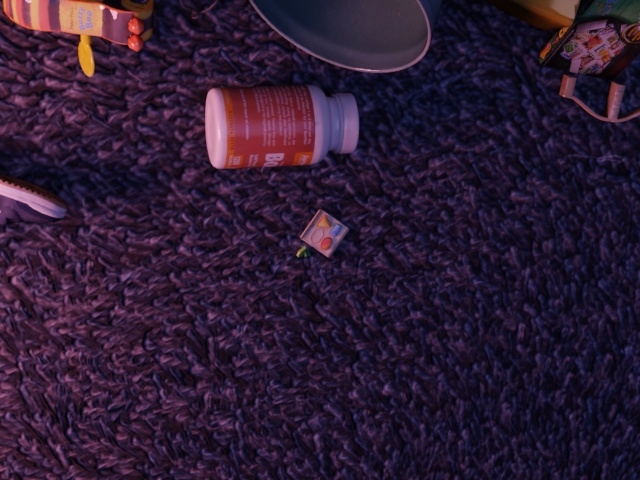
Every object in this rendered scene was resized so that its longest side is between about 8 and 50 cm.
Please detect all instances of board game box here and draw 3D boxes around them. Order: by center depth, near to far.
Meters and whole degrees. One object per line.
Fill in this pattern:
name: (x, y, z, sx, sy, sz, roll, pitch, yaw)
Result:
board game box: (0.453, -0.334, 1.951, 0.136, 0.259, 0.030, 12, 61, -15)

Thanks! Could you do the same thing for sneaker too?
sneaker: (-0.516, -0.031, 1.836, 0.282, 0.099, 0.153, 16, 92, -10)

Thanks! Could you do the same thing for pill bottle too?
pill bottle: (-0.058, -0.171, 1.910, 0.216, 0.121, 0.121, -3, 102, -13)

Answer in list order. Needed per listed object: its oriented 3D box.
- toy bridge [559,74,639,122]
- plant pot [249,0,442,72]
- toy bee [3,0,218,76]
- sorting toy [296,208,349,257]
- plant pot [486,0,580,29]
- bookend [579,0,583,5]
toy bridge: (0.476, -0.225, 2.079, 0.188, 0.026, 0.063, 7, 106, -15)
plant pot: (0.057, -0.407, 1.827, 0.293, 0.293, 0.196, 34, 66, -18)
toy bee: (-0.295, -0.330, 1.782, 0.298, 0.162, 0.195, -17, 127, 3)
sorting toy: (0.000, 0.000, 2.016, 0.062, 0.012, 0.083, 35, 91, -18)
plant pot: (0.297, -0.444, 1.906, 0.187, 0.212, 0.212, 16, 97, -4)
bookend: (0.482, -0.386, 1.974, 0.157, 0.156, 0.072, 35, 73, -19)
